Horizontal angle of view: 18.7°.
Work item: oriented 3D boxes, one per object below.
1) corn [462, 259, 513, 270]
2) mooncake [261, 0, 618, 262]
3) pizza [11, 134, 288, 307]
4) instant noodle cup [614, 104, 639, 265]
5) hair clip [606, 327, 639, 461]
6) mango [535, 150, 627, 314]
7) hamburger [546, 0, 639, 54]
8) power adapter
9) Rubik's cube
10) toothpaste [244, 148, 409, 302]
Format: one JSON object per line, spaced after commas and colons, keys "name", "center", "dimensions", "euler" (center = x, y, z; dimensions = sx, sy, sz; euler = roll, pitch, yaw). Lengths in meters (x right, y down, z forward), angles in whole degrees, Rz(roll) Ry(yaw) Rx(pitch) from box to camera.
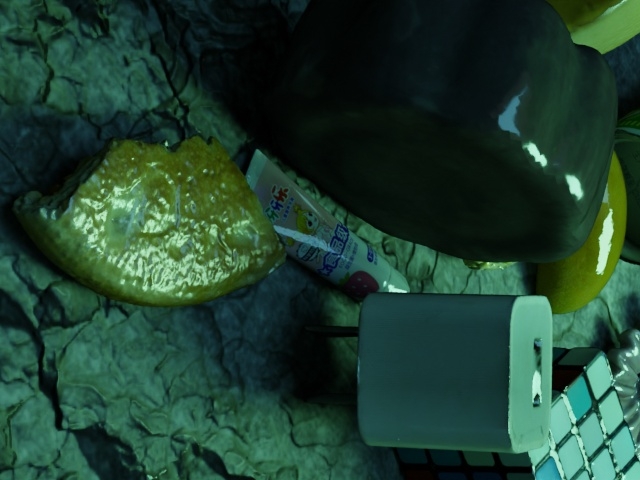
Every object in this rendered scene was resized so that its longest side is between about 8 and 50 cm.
{"name": "corn", "center": [0.152, -0.096, 1.802], "dimensions": [0.081, 0.081, 0.249], "euler": [-5, 90, -48]}
{"name": "mooncake", "center": [0.106, -0.104, 1.609], "dimensions": [0.306, 0.306, 0.154], "euler": [39, 61, -39]}
{"name": "pizza", "center": [-0.126, -0.014, 1.506], "dimensions": [0.271, 0.056, 0.134], "euler": [-4, 93, -47]}
{"name": "instant noodle cup", "center": [0.388, -0.081, 1.991], "dimensions": [0.232, 0.207, 0.207], "euler": [-26, 106, -39]}
{"name": "hair clip", "center": [0.402, 0.142, 2.073], "dimensions": [0.300, 0.069, 0.173], "euler": [-24, 105, -46]}
{"name": "mango", "center": [0.250, -0.019, 1.900], "dimensions": [0.102, 0.085, 0.184], "euler": [0, 93, -12]}
{"name": "hamburger", "center": [0.183, -0.296, 1.698], "dimensions": [0.176, 0.300, 0.300], "euler": [-12, 98, -83]}
{"name": "power adapter", "center": [0.080, 0.106, 1.621], "dimensions": [0.125, 0.204, 0.130], "euler": [2, 90, -67]}
{"name": "Rubik's cube", "center": [0.181, 0.197, 1.764], "dimensions": [0.155, 0.151, 0.154], "euler": [-40, 117, -43]}
{"name": "toothpaste", "center": [0.000, 0.000, 1.660], "dimensions": [0.194, 0.043, 0.067], "euler": [36, 65, -34]}
